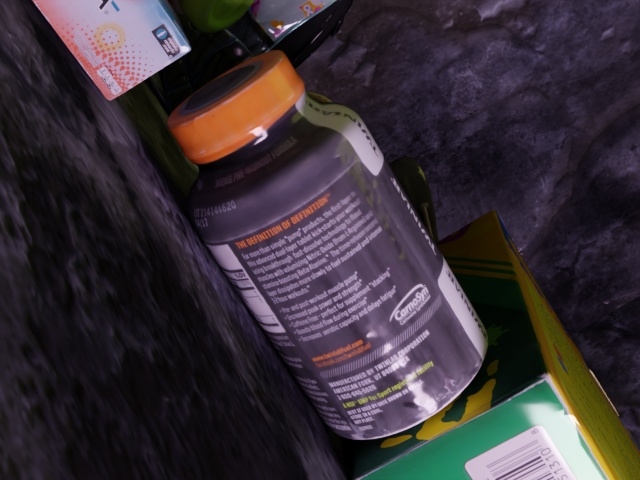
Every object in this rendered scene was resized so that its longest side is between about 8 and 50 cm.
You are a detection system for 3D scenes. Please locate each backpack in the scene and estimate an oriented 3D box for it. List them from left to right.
[{"bbox_3d":[-0.065,-0.225,1.120,0.144,0.188,0.166,59,5,-2],"label":"backpack"}]

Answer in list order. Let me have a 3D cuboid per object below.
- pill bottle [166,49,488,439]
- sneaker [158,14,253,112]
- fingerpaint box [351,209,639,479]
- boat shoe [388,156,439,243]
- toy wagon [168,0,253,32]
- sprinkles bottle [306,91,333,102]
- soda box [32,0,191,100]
[{"bbox_3d":[0.000,0.000,0.742,0.245,0.130,0.130,58,5,-20],"label":"pill bottle"},{"bbox_3d":[-0.086,-0.112,0.967,0.087,0.083,0.221,46,-11,39],"label":"sneaker"},{"bbox_3d":[0.205,0.242,0.953,0.445,0.163,0.371,56,13,-14],"label":"fingerpaint box"},{"bbox_3d":[0.103,0.035,1.199,0.112,0.095,0.335,42,-11,34],"label":"boat shoe"},{"bbox_3d":[-0.151,-0.252,0.774,0.267,0.068,0.344,47,-11,16],"label":"toy wagon"},{"bbox_3d":[0.023,-0.029,1.255,0.121,0.121,0.355,62,6,30],"label":"sprinkles bottle"},{"bbox_3d":[-0.150,-0.174,0.649,0.183,0.063,0.058,56,5,-34],"label":"soda box"}]
